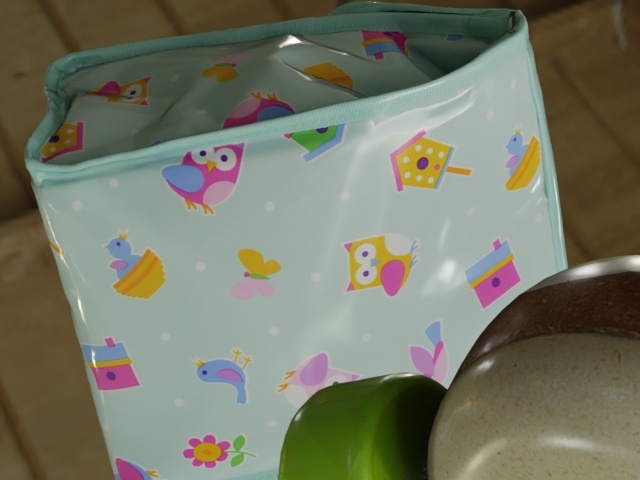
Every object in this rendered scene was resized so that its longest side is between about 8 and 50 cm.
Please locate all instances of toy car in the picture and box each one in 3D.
[{"bbox_3d":[0.111,0.033,0.422,0.155,0.149,0.188,-14,-151,39],"label":"toy car"}]

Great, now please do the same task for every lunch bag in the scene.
[{"bbox_3d":[0.000,0.000,0.892,0.262,0.223,0.160,-12,-153,1],"label":"lunch bag"}]
